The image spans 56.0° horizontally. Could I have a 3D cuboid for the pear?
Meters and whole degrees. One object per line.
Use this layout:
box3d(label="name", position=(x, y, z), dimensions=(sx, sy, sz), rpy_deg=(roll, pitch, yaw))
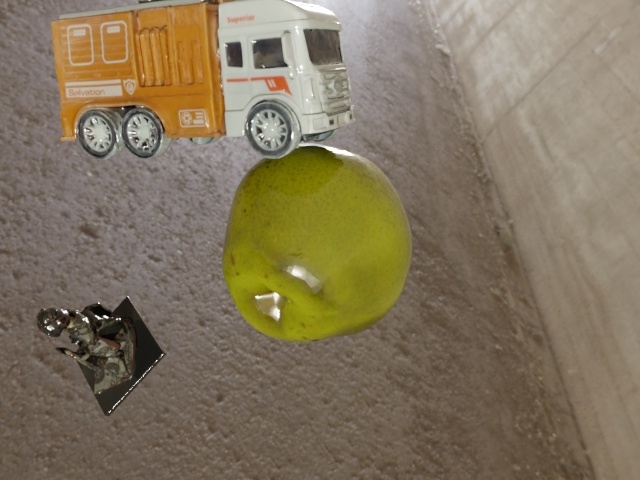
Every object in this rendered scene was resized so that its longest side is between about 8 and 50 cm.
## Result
box3d(label="pear", position=(0.000, 0.000, 0.871), dimensions=(0.294, 0.294, 0.294), rpy_deg=(29, 33, -21))

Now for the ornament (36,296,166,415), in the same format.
box3d(label="ornament", position=(-0.400, 0.165, 0.995), dimensions=(0.166, 0.153, 0.196), rpy_deg=(45, 2, 33))

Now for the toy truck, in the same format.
box3d(label="toy truck", position=(-0.156, -0.221, 0.796), dimensions=(0.388, 0.206, 0.173), rpy_deg=(3, 18, 21))
